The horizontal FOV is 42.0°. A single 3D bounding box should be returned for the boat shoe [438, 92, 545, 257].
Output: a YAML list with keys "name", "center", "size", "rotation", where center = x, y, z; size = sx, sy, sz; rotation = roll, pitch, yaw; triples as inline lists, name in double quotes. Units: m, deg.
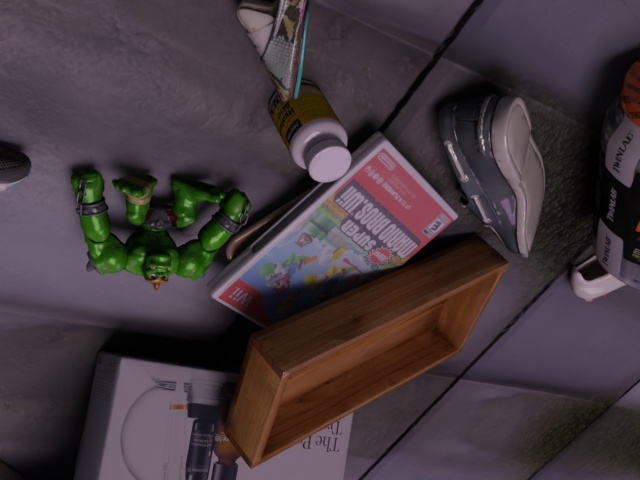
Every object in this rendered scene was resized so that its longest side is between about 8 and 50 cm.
- name: "boat shoe"
  center: [0.231, -0.082, 1.101]
  size: [0.099, 0.116, 0.319]
  rotation: [9, 156, 26]

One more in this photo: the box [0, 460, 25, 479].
- name: "box"
  center: [-0.499, 0.325, 1.102]
  size: [0.094, 0.113, 0.275]
  rotation: [-27, 137, 0]

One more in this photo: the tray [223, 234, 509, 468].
- name: "tray"
  center: [0.068, 0.141, 1.141]
  size: [0.411, 0.076, 0.202]
  rotation: [-22, 144, -37]

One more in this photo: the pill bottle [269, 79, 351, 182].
- name: "pill bottle"
  center: [-0.009, -0.117, 0.900]
  size: [0.065, 0.116, 0.065]
  rotation: [-15, 137, -14]

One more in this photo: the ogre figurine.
- name: "ogre figurine"
  center: [-0.182, -0.012, 0.941]
  size: [0.197, 0.097, 0.118]
  rotation: [-5, 118, -44]

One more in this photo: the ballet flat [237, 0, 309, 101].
- name: "ballet flat"
  center: [-0.036, -0.242, 0.803]
  size: [0.079, 0.077, 0.221]
  rotation: [9, 125, -11]

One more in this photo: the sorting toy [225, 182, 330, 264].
- name: "sorting toy"
  center: [0.000, 0.000, 1.090]
  size: [0.208, 0.038, 0.193]
  rotation: [-35, 138, 2]

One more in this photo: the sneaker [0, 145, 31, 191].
- name: "sneaker"
  center: [-0.349, -0.098, 0.788]
  size: [0.166, 0.065, 0.076]
  rotation: [14, 121, -39]

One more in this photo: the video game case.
- name: "video game case"
  center: [0.022, 0.012, 1.065]
  size: [0.285, 0.025, 0.204]
  rotation: [-41, 138, 10]

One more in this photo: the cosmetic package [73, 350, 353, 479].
- name: "cosmetic package"
  center: [-0.142, 0.322, 1.152]
  size: [0.377, 0.097, 0.284]
  rotation: [14, 82, -33]

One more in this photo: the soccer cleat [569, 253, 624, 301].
- name: "soccer cleat"
  center: [0.501, 0.037, 1.360]
  size: [0.196, 0.068, 0.076]
  rotation: [-24, 136, 1]

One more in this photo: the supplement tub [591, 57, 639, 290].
- name: "supplement tub"
  center: [0.472, -0.089, 1.119]
  size: [0.194, 0.193, 0.316]
  rotation: [-22, 138, -5]
